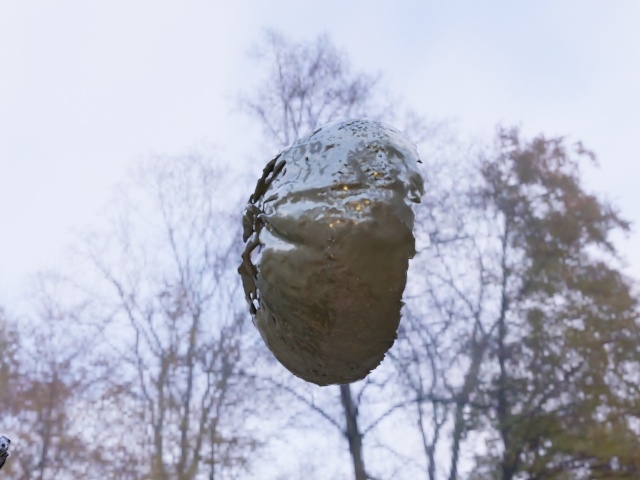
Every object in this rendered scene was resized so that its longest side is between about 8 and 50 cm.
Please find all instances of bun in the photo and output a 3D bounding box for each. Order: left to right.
[{"bbox_3d":[0.000,0.000,1.007,0.152,0.259,0.259,11,-40,-5],"label":"bun"}]

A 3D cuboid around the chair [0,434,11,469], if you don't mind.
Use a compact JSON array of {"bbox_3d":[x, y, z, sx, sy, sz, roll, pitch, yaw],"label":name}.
[{"bbox_3d":[-0.247,0.249,0.681,0.113,0.229,0.106,44,-26,-2],"label":"chair"}]
